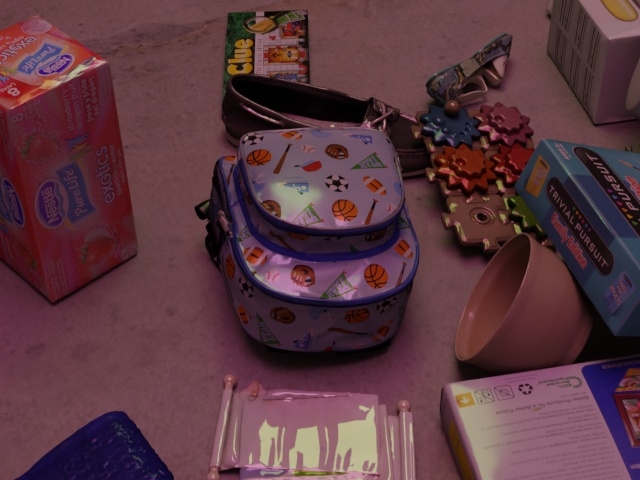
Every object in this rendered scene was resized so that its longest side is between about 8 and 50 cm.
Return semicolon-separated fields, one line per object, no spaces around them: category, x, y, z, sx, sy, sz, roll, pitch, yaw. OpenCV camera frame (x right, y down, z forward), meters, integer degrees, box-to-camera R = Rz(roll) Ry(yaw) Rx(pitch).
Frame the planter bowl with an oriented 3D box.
planter bowl;0.239;0.087;1.239;0.109;0.162;0.162;28;45;-8

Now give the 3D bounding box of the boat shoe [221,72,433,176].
boat shoe;0.017;-0.166;1.542;0.335;0.095;0.112;10;45;13

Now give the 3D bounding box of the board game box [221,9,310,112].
board game box;-0.084;-0.282;1.721;0.136;0.030;0.260;-4;43;1

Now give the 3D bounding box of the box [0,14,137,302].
box;-0.335;-0.095;1.334;0.154;0.300;0.142;34;52;31

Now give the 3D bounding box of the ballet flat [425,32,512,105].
ballet flat;0.239;-0.251;1.660;0.188;0.070;0.070;-34;52;-27

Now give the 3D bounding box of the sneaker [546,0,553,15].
sneaker;0.469;-0.479;1.844;0.110;0.118;0.292;15;45;20

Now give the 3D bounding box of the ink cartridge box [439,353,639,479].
ink cartridge box;0.308;0.253;1.109;0.303;0.072;0.307;-7;45;-8

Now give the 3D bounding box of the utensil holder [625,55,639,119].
utensil holder;0.615;-0.214;1.332;0.385;0.328;0.328;25;47;3

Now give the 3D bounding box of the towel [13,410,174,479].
towel;-0.210;0.329;1.051;0.227;0.076;0.308;-32;51;-19

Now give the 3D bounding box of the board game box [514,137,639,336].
board game box;0.428;0.004;1.269;0.336;0.079;0.254;6;38;-27

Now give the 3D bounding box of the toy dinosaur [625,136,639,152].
toy dinosaur;0.437;-0.106;1.505;0.090;0.047;0.082;20;65;8

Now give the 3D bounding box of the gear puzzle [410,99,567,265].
gear puzzle;0.237;-0.063;1.429;0.175;0.044;0.339;-3;52;-15

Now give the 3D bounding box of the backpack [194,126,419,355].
backpack;0.000;0.000;1.301;0.276;0.213;0.263;-7;54;-9

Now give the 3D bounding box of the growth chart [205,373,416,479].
growth chart;-0.008;0.223;1.185;0.237;0.021;0.172;6;44;8

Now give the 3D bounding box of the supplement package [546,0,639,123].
supplement package;0.469;-0.301;1.629;0.194;0.149;0.203;-9;43;-7
